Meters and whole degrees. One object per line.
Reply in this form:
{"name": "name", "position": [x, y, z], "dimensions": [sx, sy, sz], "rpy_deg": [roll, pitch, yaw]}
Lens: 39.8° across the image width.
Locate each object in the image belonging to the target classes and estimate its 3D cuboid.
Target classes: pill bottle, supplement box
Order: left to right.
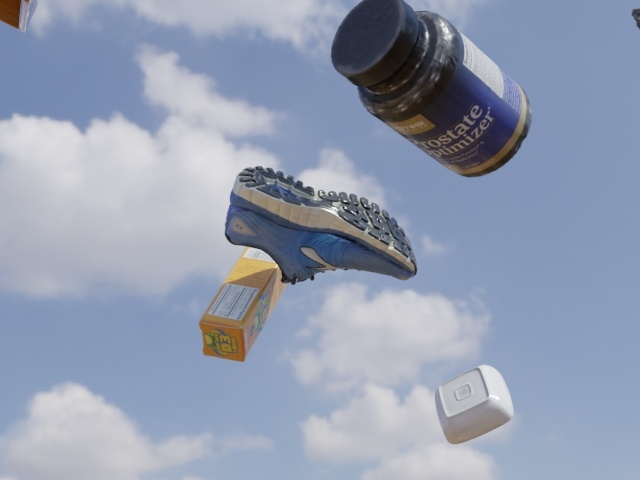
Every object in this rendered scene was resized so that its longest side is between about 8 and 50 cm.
{"name": "supplement box", "position": [-0.117, 0.092, 1.443], "dimensions": [0.080, 0.233, 0.078], "rpy_deg": [11, -52, 17]}
{"name": "pill bottle", "position": [0.117, -0.163, 0.931], "dimensions": [0.123, 0.122, 0.219], "rpy_deg": [-25, -38, 35]}

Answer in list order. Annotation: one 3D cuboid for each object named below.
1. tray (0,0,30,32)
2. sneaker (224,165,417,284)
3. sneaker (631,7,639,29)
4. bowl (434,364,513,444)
{"name": "tray", "position": [-0.610, -0.477, 1.586], "dimensions": [0.203, 0.076, 0.411], "rpy_deg": [25, -2, -20]}
{"name": "sneaker", "position": [0.000, 0.000, 1.407], "dimensions": [0.330, 0.129, 0.147], "rpy_deg": [20, -62, -14]}
{"name": "sneaker", "position": [0.622, -0.392, 1.509], "dimensions": [0.170, 0.089, 0.051], "rpy_deg": [-19, -49, 31]}
{"name": "bowl", "position": [0.277, 0.297, 1.644], "dimensions": [0.142, 0.142, 0.053], "rpy_deg": [-28, -58, 14]}
